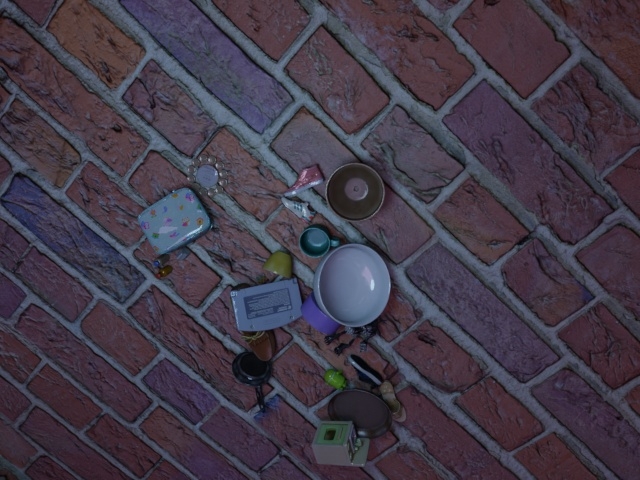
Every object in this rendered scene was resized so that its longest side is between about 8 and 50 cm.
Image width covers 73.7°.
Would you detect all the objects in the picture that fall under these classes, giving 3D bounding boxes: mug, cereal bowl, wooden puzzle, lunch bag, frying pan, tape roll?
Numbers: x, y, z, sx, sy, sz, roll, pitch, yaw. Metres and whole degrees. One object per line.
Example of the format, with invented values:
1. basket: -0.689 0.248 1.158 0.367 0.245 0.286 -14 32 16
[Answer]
1. mug: -0.008 0.004 1.805 0.158 0.097 0.129 35 107 -4
2. cereal bowl: 0.115 0.183 1.779 0.339 0.141 0.338 2 85 -24
3. wooden puzzle: -0.266 0.178 1.940 0.083 0.006 0.049 -43 97 17
4. lunch bag: -0.614 -0.089 1.826 0.279 0.108 0.224 -32 88 -3
5. frying pan: -0.292 0.664 2.065 0.197 0.053 0.326 -32 102 15
6. tape roll: 0.013 0.310 1.845 0.189 0.189 0.080 36 108 -3

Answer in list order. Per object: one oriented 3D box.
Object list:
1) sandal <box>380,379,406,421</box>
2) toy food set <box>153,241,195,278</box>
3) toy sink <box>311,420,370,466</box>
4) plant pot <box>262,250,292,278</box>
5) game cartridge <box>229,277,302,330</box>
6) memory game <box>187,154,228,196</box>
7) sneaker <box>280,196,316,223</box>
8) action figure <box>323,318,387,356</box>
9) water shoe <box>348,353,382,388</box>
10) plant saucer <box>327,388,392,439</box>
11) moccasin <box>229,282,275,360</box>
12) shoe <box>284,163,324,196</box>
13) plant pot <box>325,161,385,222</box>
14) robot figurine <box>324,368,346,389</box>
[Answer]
1. sandal: 0.335 0.774 1.993 0.088 0.079 0.240 -19 103 13
2. toy food set: -0.668 0.060 1.910 0.111 0.104 0.232 45 107 -6
3. toy sink: 0.099 0.941 1.994 0.234 0.153 0.131 -6 113 19
4. plant pot: -0.174 0.099 1.852 0.134 0.134 0.095 22 84 1
5. game cartridge: -0.229 0.285 1.856 0.297 0.062 0.198 -10 89 -17
6. memory game: -0.485 -0.277 1.834 0.186 0.012 0.186 2 107 8
7. sneaker: -0.091 -0.143 1.803 0.161 0.057 0.075 40 91 -3
8. action figure: 0.161 0.416 1.883 0.276 0.141 0.164 -34 98 19
9. water shoe: 0.192 0.612 1.970 0.203 0.073 0.080 40 110 -4
10. plant saucer: 0.186 0.811 2.020 0.311 0.050 0.310 6 116 12
11. moccasin: -0.308 0.381 1.932 0.139 0.147 0.379 -12 104 11
12. shoe: -0.079 -0.248 1.762 0.178 0.063 0.081 -22 101 8
13. plant pot: 0.141 -0.198 1.718 0.238 0.109 0.237 2 106 7
14. robot figurine: 0.067 0.649 2.001 0.115 0.067 0.101 35 118 -3
